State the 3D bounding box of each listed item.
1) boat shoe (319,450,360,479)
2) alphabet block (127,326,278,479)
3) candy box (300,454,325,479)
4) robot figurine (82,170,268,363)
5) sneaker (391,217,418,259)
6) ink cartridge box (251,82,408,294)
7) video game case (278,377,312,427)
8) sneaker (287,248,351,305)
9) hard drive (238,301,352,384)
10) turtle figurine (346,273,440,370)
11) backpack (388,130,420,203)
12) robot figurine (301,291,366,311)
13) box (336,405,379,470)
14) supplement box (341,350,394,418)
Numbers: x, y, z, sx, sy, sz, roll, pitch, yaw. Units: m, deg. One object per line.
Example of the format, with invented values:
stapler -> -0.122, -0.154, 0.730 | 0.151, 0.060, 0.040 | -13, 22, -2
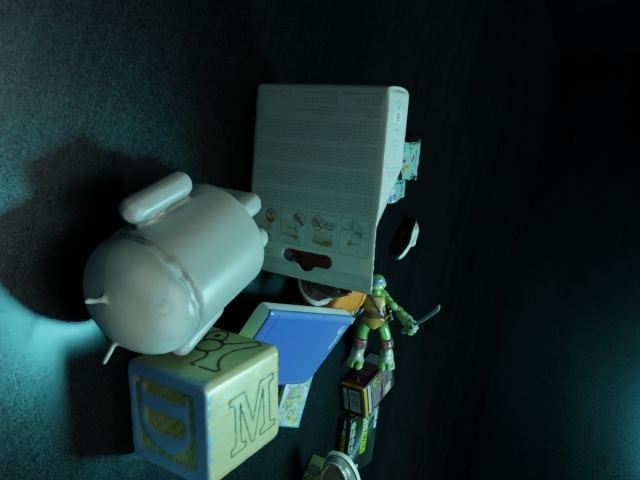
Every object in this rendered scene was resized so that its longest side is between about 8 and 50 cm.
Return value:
boat shoe -> 0.034, 0.703, 1.596 | 0.096, 0.116, 0.325 | -32, 130, -54
alphabet block -> -0.206, 0.287, 1.106 | 0.197, 0.192, 0.194 | -20, 117, -54
candy box -> -0.023, 0.691, 1.655 | 0.187, 0.053, 0.109 | -61, 144, -30
robot figurine -> -0.229, 0.042, 0.983 | 0.353, 0.199, 0.300 | -45, 133, -44
sneaker -> 0.278, 0.008, 1.950 | 0.075, 0.057, 0.161 | 58, 47, -41
ink cartridge box -> 0.005, -0.113, 1.222 | 0.091, 0.308, 0.386 | -12, 109, -56
video game case -> -0.065, 0.381, 1.532 | 0.119, 0.015, 0.167 | 33, 70, -57
sneaker -> 0.000, 0.000, 1.313 | 0.106, 0.162, 0.282 | -31, 101, -40
hard drive -> -0.075, 0.234, 1.348 | 0.210, 0.040, 0.318 | -55, 148, 13
turtle figurine -> 0.152, 0.246, 1.672 | 0.197, 0.274, 0.267 | -11, 117, -29
backpack -> 0.128, -0.193, 1.488 | 0.253, 0.225, 0.191 | -40, 135, -60
robot figurine -> 0.037, 0.118, 1.515 | 0.219, 0.128, 0.158 | 11, 89, -59
box -> 0.110, 0.604, 1.858 | 0.184, 0.045, 0.191 | -1, 100, -56
supplement box -> 0.144, 0.426, 1.825 | 0.188, 0.080, 0.104 | -34, 126, -50
